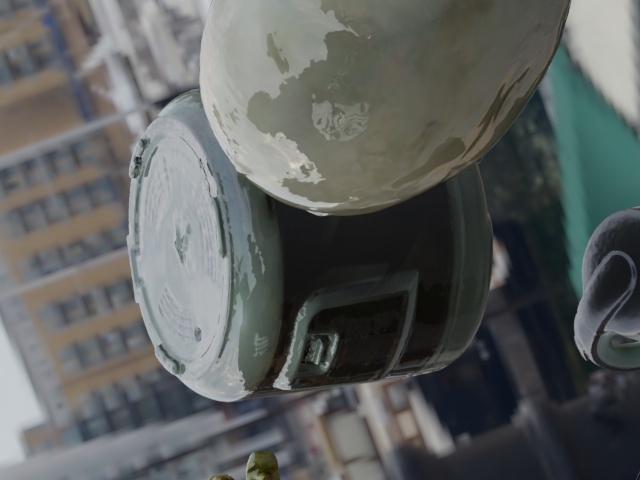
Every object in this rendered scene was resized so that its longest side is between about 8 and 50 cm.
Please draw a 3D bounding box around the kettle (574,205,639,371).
[{"bbox_3d":[0.383,0.059,2.016,0.221,0.236,0.161,-54,49,33],"label":"kettle"}]

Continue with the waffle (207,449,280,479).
[{"bbox_3d":[-0.052,0.310,1.602,0.243,0.238,0.059,44,161,-10],"label":"waffle"}]

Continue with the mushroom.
[{"bbox_3d":[0.003,-0.188,1.351,0.336,0.314,0.314,41,165,23],"label":"mushroom"}]

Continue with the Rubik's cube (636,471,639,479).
[{"bbox_3d":[0.356,0.319,1.771,0.284,0.234,0.250,62,177,-24],"label":"Rubik's cube"}]

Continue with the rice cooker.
[{"bbox_3d":[0.000,0.000,1.905,0.335,0.325,0.335,22,115,61],"label":"rice cooker"}]
